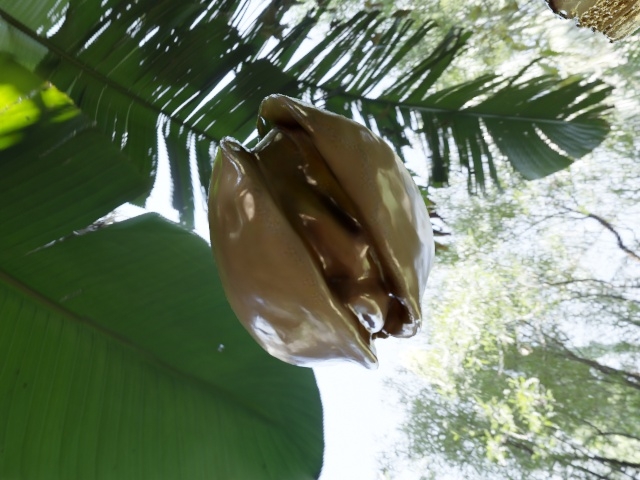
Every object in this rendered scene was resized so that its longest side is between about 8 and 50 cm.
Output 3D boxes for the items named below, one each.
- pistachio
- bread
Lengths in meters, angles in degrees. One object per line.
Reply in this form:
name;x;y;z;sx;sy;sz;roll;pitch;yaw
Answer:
pistachio;0.000;0.000;0.565;0.193;0.318;0.214;-38;-121;-10
bread;0.505;-0.504;1.097;0.316;0.270;0.211;0;-118;-38
